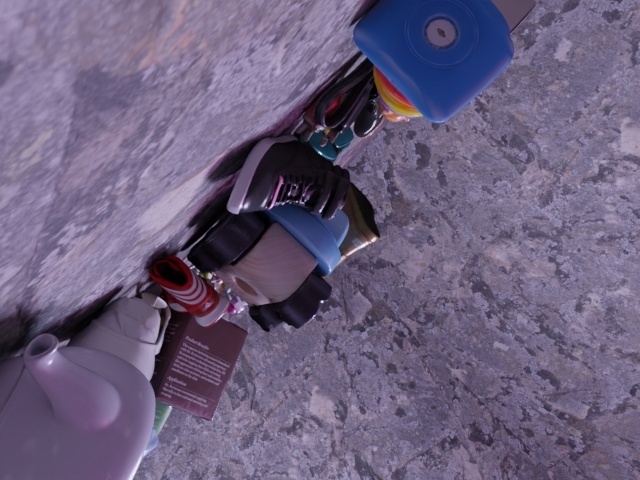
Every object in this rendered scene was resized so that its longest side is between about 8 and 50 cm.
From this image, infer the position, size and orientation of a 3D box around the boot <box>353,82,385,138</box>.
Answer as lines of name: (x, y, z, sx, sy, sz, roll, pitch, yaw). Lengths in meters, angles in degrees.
boot: (0.119, -0.324, 1.345, 0.198, 0.077, 0.137, -59, 169, 30)

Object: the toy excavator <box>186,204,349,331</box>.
toy excavator: (-0.050, -0.050, 1.171, 0.445, 0.222, 0.433, -50, -167, -23)

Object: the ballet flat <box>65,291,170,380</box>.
ballet flat: (-0.318, 0.149, 0.942, 0.139, 0.139, 0.400, -45, -175, -8)

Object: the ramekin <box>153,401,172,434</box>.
ramekin: (-0.423, 0.342, 1.400, 0.303, 0.148, 0.303, -60, -170, 19)

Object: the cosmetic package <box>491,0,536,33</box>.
cosmetic package: (0.308, -0.445, 1.193, 0.129, 0.153, 0.296, -46, -178, -1)

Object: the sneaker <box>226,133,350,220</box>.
sneaker: (-0.034, -0.085, 0.877, 0.105, 0.146, 0.296, -62, 176, 23)

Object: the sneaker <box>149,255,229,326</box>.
sneaker: (-0.251, 0.065, 1.000, 0.087, 0.128, 0.221, -48, -148, -22)

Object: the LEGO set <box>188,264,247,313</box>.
LEGO set: (-0.270, 0.091, 1.286, 0.107, 0.132, 0.287, -27, -164, -27)

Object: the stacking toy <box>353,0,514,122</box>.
stacking toy: (0.140, -0.241, 0.845, 0.166, 0.175, 0.302, -43, 178, -7)

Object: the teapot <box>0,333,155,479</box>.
teapot: (-0.323, 0.216, 0.618, 0.256, 0.187, 0.252, -57, -154, -11)

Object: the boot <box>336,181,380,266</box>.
boot: (0.000, 0.000, 1.323, 0.269, 0.089, 0.236, -37, -155, 18)

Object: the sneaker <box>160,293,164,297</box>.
sneaker: (-0.347, 0.180, 1.431, 0.099, 0.121, 0.262, -44, -179, -11)

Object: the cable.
cable: (0.058, -0.277, 0.921, 0.287, 0.072, 0.139, -57, 161, 11)

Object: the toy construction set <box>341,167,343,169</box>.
toy construction set: (-0.059, -0.069, 1.616, 0.237, 0.257, 0.309, -21, 138, -61)

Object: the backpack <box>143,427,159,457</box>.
backpack: (-0.444, 0.355, 0.936, 0.356, 0.273, 0.290, -57, 162, 8)

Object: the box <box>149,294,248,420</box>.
box: (-0.295, 0.247, 1.198, 0.167, 0.168, 0.203, 1, -119, 42)

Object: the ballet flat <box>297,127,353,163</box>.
ballet flat: (-0.005, -0.185, 1.128, 0.087, 0.083, 0.247, -29, -174, 26)
